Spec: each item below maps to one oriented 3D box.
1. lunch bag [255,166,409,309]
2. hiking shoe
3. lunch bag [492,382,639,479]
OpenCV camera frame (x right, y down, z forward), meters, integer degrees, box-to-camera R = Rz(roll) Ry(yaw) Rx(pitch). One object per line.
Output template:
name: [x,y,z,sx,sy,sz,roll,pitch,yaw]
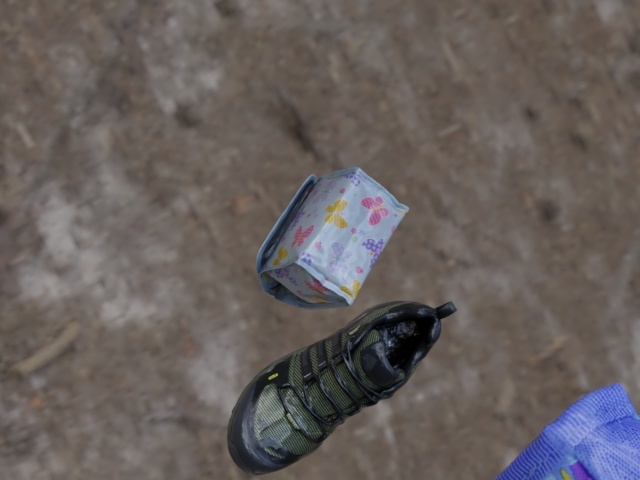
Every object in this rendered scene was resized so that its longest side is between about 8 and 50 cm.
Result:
lunch bag: [0.000,0.000,1.089,0.053,0.083,0.071,38,72,-16]
hiking shoe: [0.014,0.116,1.650,0.227,0.114,0.086,-39,91,-25]
lunch bag: [0.120,0.184,0.632,0.138,0.293,0.221,-33,74,-23]
